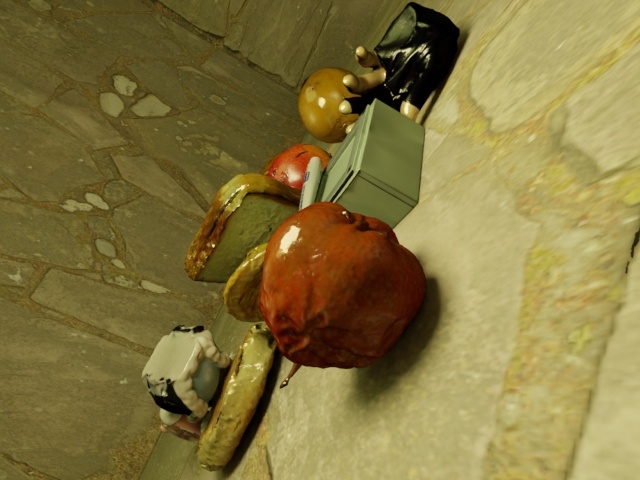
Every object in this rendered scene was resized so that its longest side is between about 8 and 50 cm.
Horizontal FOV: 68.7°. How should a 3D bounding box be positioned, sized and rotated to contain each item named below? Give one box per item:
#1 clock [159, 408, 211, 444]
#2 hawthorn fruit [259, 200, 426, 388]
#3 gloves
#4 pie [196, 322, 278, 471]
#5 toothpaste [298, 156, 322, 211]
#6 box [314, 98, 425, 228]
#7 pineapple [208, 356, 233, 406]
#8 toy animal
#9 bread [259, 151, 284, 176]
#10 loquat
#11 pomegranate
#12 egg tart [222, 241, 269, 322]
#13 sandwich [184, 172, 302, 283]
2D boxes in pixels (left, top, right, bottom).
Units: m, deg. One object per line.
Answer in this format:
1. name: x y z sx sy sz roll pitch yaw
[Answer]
1. clock: -0.341 0.472 1.240 0.162 0.166 0.092 123 170 -56
2. hawthorn fruit: 0.010 0.083 0.579 0.207 0.208 0.243 -113 47 -75
3. gloves: 0.155 -0.325 0.938 0.301 0.197 0.152 -42 -32 -12
4. pie: -0.186 0.340 1.048 0.339 0.083 0.339 -61 8 14
5. toothpaste: -0.023 -0.083 0.890 0.052 0.033 0.218 123 163 -47
6. box: 0.072 -0.098 0.866 0.225 0.118 0.224 -51 17 44
7. pineapple: -0.288 0.407 1.315 0.119 0.111 0.237 -26 -17 -35
8. toy animal: -0.314 0.315 1.136 0.208 0.156 0.204 -10 46 44
9. bread: -0.179 -0.144 1.811 0.398 0.215 0.398 -58 14 23
10. loquat: 0.040 -0.417 1.456 0.235 0.235 0.235 -58 13 21
11. pomegranate: -0.036 -0.165 1.292 0.235 0.210 0.210 -31 -10 -37
12. egg tart: -0.092 0.073 0.958 0.241 0.241 0.106 -55 48 29
13. sandwich: -0.114 -0.008 1.027 0.271 0.301 0.099 -57 42 23
